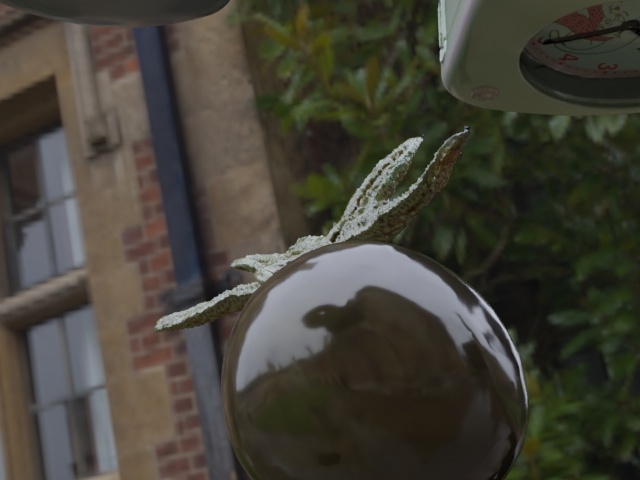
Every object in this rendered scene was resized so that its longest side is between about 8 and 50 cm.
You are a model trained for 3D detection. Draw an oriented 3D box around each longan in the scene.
[{"bbox_3d":[0.033,0.097,0.963,0.196,0.197,0.220,5,-10,-39],"label":"longan"}]

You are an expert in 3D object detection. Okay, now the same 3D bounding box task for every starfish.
[{"bbox_3d":[0.001,0.002,1.473,0.347,0.078,0.358,-40,7,-19],"label":"starfish"}]

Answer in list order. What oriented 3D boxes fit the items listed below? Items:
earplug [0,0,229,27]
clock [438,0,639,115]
[{"bbox_3d":[-0.160,-0.221,0.763,0.325,0.214,0.175,27,2,30],"label":"earplug"},{"bbox_3d":[0.277,-0.211,1.307,0.324,0.109,0.265,3,-23,-6],"label":"clock"}]
